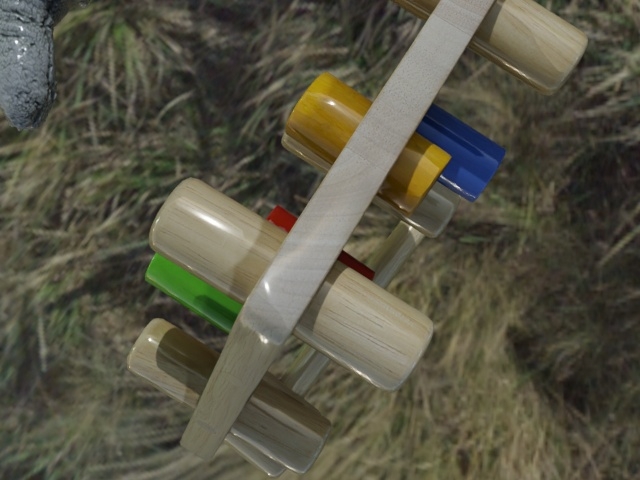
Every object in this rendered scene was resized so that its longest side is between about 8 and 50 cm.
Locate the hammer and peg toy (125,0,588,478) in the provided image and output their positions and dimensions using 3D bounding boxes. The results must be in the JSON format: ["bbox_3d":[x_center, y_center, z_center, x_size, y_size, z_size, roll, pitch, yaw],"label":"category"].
[{"bbox_3d":[0.000,0.000,0.593,0.127,0.266,0.361,32,154,1],"label":"hammer and peg toy"}]

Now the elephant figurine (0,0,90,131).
[{"bbox_3d":[-0.123,-0.215,0.559,0.169,0.240,0.186,-12,153,-17],"label":"elephant figurine"}]
